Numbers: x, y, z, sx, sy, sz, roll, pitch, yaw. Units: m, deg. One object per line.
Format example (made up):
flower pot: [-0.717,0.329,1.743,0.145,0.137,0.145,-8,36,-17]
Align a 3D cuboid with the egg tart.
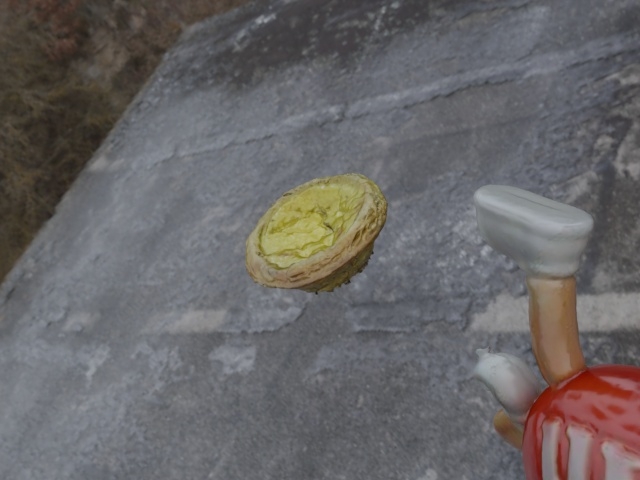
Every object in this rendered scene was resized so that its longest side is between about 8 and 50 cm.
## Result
egg tart: [0.000,0.000,0.914,0.191,0.074,0.191,-25,31,16]

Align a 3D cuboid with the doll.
doll: [0.130,0.092,0.323,0.085,0.217,0.183,-28,27,-21]
